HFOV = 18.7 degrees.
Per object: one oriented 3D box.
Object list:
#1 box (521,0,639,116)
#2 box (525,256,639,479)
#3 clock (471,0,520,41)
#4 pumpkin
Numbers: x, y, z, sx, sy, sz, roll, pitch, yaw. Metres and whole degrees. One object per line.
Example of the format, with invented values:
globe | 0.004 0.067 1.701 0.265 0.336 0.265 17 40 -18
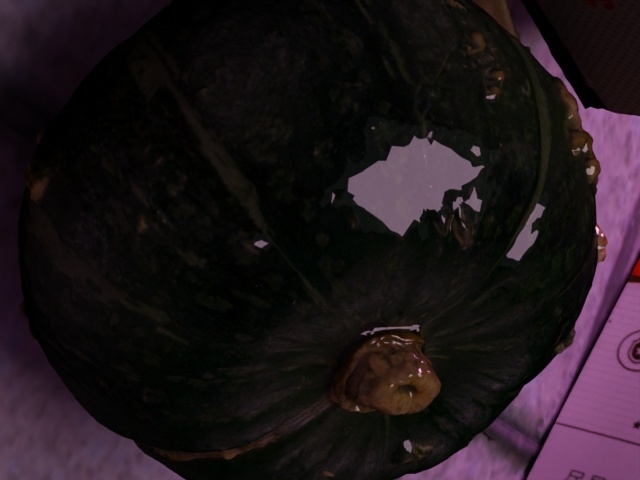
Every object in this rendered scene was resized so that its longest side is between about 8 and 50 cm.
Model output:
box | 0.149 -0.211 0.628 0.310 0.084 0.198 -55 129 -22
box | 0.185 0.081 0.921 0.245 0.139 0.035 -60 140 -24
clock | 0.051 -0.198 0.682 0.235 0.096 0.308 -26 122 -48
pumpkin | -0.001 -0.001 0.620 0.190 0.146 0.190 -31 152 -18
